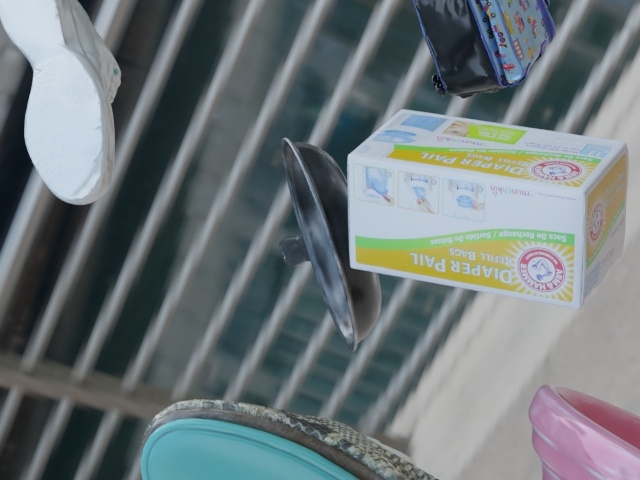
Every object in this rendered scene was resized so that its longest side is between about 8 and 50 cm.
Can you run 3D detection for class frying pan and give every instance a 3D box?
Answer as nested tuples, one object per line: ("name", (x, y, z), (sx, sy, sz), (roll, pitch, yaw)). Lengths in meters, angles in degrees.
("frying pan", (0.010, 0.025, 1.655), (0.326, 0.053, 0.197), (86, 165, -68))

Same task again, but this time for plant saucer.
("plant saucer", (0.304, 0.222, 1.422), (0.084, 0.332, 0.332), (-63, 11, 4))

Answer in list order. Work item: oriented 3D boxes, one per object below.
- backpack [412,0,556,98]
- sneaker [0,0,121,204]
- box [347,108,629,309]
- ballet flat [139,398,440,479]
("backpack", (0.178, -0.252, 1.895), (0.117, 0.158, 0.173), (-5, 28, 34))
("sneaker", (-0.190, -0.121, 1.456), (0.080, 0.094, 0.212), (-26, 65, 22))
("box", (0.136, -0.028, 1.470), (0.114, 0.203, 0.103), (-44, -42, -54))
("ballet flat", (0.089, 0.253, 1.431), (0.182, 0.482, 0.164), (-26, -42, -60))
